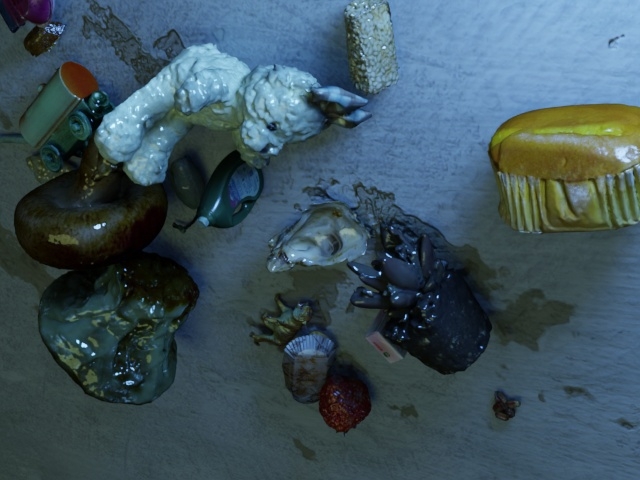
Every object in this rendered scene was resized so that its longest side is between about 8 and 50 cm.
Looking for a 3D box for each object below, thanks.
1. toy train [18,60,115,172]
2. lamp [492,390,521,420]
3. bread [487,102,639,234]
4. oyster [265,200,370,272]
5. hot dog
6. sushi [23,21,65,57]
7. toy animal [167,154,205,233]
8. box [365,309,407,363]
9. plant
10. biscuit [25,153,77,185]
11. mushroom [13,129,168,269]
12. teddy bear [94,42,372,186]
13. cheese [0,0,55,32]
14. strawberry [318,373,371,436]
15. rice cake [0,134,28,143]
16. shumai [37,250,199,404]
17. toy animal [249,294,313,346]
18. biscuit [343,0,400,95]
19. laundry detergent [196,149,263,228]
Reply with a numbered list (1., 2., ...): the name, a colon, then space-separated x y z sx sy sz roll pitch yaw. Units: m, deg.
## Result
1. toy train: -0.569 -0.273 2.039 0.177 0.116 0.285 54 136 -3
2. lamp: 0.415 0.379 2.082 0.063 0.031 0.083 22 140 14
3. bread: 0.413 -0.129 1.501 0.288 0.204 0.156 4 134 34
4. oyster: -0.015 -0.007 1.959 0.232 0.107 0.162 -29 105 24
5. hot dog: -0.030 0.314 2.251 0.131 0.069 0.253 2 136 -2
6. sushi: -0.583 -0.424 1.942 0.118 0.062 0.060 -14 153 41
7. toy animal: -0.295 -0.098 2.064 0.079 0.070 0.253 49 155 27
8. box: 0.161 0.192 1.996 0.089 0.125 0.043 47 137 -12
9. plant: 0.204 0.118 1.871 0.320 0.182 0.194 43 136 -17
10. biscuit: -0.616 -0.112 2.254 0.265 0.040 0.188 46 136 -11
11. mushroom: -0.504 -0.092 1.974 0.334 0.331 0.356 19 143 33
12. teddy bear: -0.158 -0.197 1.708 0.362 0.375 0.327 37 174 22
13. cheese: -0.607 -0.498 1.883 0.244 0.062 0.155 -17 103 53
14. strawberry: 0.060 0.393 2.239 0.131 0.131 0.148 20 148 14
15. rice cake: -0.737 -0.244 2.219 0.121 0.022 0.022 3 127 28
16. shumai: -0.457 0.184 2.252 0.397 0.324 0.323 41 123 -15
17. toy animal: -0.097 0.206 2.214 0.099 0.057 0.241 34 137 -1
18. biscuit: 0.087 -0.340 1.603 0.070 0.082 0.169 31 144 42
19. laundry detergent: -0.190 -0.086 1.895 0.063 0.211 0.137 7 132 25
